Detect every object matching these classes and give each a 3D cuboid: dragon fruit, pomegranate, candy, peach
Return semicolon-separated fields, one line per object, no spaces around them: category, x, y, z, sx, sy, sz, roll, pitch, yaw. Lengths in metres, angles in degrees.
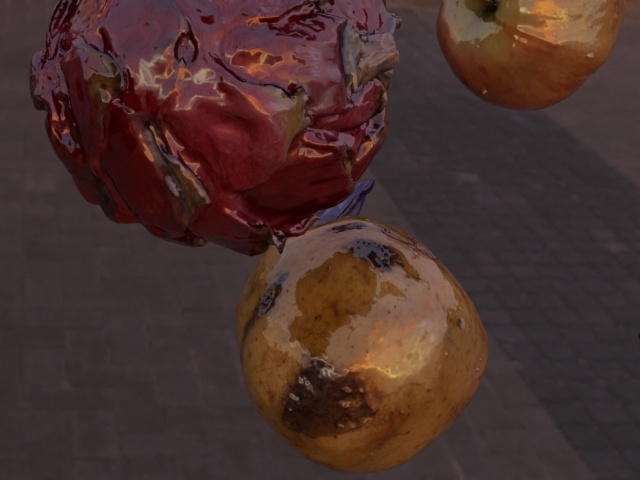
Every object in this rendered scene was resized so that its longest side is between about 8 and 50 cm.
dragon fruit;-0.092;-0.139;1.093;0.329;0.329;0.329;6;21;-2
pomegranate;0.042;0.112;1.293;0.281;0.281;0.281;6;21;-2
candy;0.000;0.000;1.694;0.070;0.145;0.275;39;-20;1
peach;0.243;-0.249;1.304;0.232;0.232;0.232;6;21;-2

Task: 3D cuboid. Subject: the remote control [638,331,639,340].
remote control;0.533;0.095;1.747;0.212;0.059;0.028;-39;4;-28
